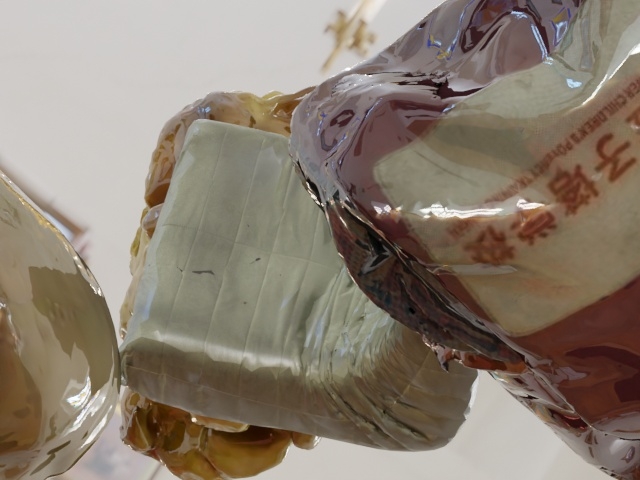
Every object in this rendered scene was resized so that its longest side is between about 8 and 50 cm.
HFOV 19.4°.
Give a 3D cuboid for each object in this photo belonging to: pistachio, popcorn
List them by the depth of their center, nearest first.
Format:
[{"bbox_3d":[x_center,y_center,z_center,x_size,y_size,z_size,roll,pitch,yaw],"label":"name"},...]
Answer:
[{"bbox_3d":[-0.153,0.013,0.654,0.206,0.129,0.131,47,-53,33],"label":"pistachio"},{"bbox_3d":[-0.049,0.044,1.434,0.225,0.265,0.332,21,-75,-14],"label":"popcorn"}]

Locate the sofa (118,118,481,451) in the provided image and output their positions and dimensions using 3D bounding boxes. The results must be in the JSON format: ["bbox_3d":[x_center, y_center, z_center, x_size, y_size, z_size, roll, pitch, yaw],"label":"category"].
[{"bbox_3d":[0.000,0.000,1.142,0.225,0.210,0.176,11,-34,7],"label":"sofa"}]

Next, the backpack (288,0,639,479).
[{"bbox_3d":[0.177,-0.020,0.872,0.283,0.197,0.317,-39,-64,8],"label":"backpack"}]
